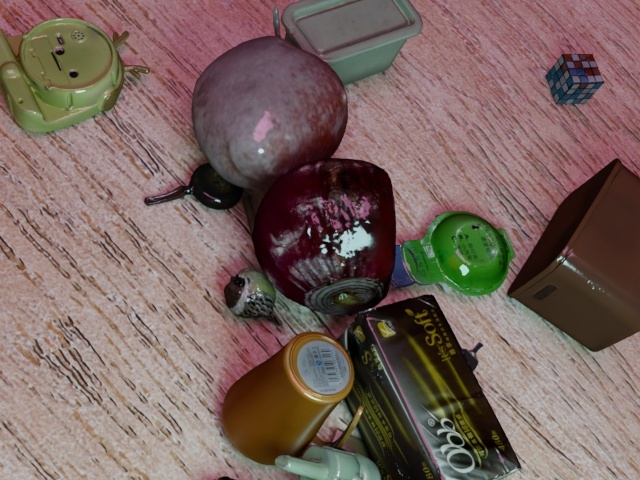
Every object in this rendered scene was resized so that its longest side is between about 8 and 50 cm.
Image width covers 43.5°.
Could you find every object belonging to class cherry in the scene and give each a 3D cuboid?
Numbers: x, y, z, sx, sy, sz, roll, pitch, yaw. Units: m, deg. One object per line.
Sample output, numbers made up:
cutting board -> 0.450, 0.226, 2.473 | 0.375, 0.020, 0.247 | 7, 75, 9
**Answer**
cherry -> -0.120, -0.255, 1.633 | 0.326, 0.291, 0.335 | 30, 51, 20

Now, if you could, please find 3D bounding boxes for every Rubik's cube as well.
Rubik's cube -> 0.642, -0.408, 2.030 | 0.092, 0.092, 0.092 | -5, 66, -17

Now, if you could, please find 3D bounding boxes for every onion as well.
onion -> 0.000, 0.000, 1.526 | 0.260, 0.337, 0.282 | -4, 72, -10

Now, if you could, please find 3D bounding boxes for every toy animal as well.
toy animal -> -0.133, 0.123, 1.568 | 0.098, 0.098, 0.137 | -29, 96, -25

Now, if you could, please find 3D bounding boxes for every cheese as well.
cheese -> 0.279, 0.032, 1.721 | 0.320, 0.083, 0.204 | -11, 69, -22

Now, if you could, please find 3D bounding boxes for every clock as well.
clock -> -0.528, -0.371, 1.701 | 0.307, 0.096, 0.235 | -23, 71, -25

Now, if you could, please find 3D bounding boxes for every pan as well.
pan -> -0.263, -0.109, 1.673 | 0.212, 0.040, 0.115 | -12, 63, -21

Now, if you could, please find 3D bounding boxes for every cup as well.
cup -> -0.035, 0.288, 1.420 | 0.226, 0.264, 0.182 | 34, 47, -5

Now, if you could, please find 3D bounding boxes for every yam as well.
yam -> -0.142, -0.040, 1.681 | 0.021, 0.021, 0.116 | -10, 66, -19

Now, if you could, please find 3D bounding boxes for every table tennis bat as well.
table tennis bat -> 0.310, 0.242, 1.669 | 0.050, 0.007, 0.083 | 44, 63, 9

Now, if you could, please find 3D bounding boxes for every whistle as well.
whistle -> 0.023, 0.406, 1.385 | 0.253, 0.101, 0.106 | 28, 42, -41

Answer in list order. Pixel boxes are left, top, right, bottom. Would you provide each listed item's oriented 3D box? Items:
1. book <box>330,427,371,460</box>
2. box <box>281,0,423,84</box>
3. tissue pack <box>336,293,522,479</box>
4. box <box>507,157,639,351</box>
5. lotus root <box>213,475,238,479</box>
book -> 0.065, 0.527, 1.457 | 0.216, 0.021, 0.310 | 27, 61, 0
box -> 0.055, -0.454, 1.846 | 0.311, 0.182, 0.175 | -24, 72, -25
tissue pack -> 0.186, 0.310, 1.479 | 0.198, 0.210, 0.370 | -11, 63, -32
box -> 0.607, 0.036, 1.720 | 0.229, 0.239, 0.339 | 37, 61, 3
lotus root -> -0.068, 0.495, 1.335 | 0.314, 0.169, 0.141 | 19, 46, 17
